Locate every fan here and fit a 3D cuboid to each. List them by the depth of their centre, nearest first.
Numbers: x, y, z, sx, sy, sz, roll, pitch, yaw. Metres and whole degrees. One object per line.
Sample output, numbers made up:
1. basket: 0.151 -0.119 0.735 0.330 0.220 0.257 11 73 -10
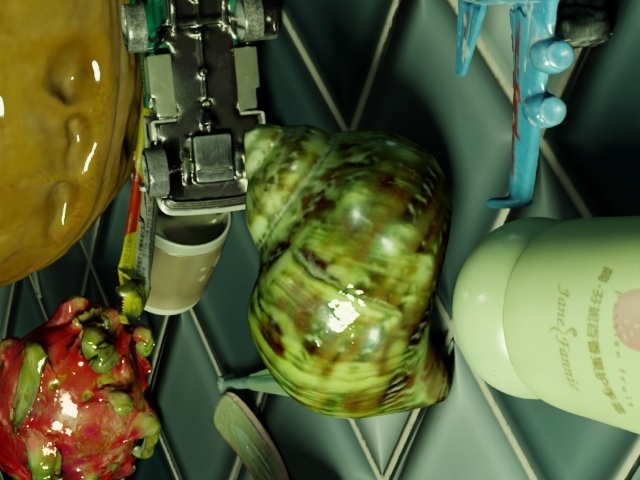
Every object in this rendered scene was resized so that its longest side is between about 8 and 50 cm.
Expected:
1. fan: -0.037 0.105 1.393 0.193 0.016 0.038 -15 86 65

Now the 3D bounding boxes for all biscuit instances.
1. biscuit: -0.130 -0.064 1.414 0.048 0.026 0.292 94 178 -52

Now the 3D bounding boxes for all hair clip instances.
1. hair clip: -0.047 0.179 1.429 0.137 0.022 0.054 62 149 31

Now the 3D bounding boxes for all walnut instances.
1. walnut: -0.288 -0.145 1.480 0.308 0.354 0.398 19 117 32

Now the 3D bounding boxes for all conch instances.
1. conch: 0.011 0.018 1.137 0.187 0.124 0.181 149 113 -72

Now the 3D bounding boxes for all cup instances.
1. cup: -0.121 -0.005 1.470 0.099 0.074 0.102 113 141 -49

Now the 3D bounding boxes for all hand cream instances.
1. hand cream: 0.181 0.043 0.843 0.306 0.093 0.147 6 104 55

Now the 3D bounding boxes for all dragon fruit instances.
1. dragon fruit: -0.218 0.136 1.637 0.166 0.160 0.172 -94 9 -60

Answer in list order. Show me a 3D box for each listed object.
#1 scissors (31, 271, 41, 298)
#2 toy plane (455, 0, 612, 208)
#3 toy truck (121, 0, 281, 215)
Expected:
1. scissors: -0.313 -0.032 1.946 0.100 0.015 0.189 -16 84 63
2. toy plane: 0.102 -0.139 0.903 0.271 0.105 0.254 -165 68 -71
3. toy truck: -0.090 -0.131 1.338 0.116 0.110 0.216 -151 55 -75
